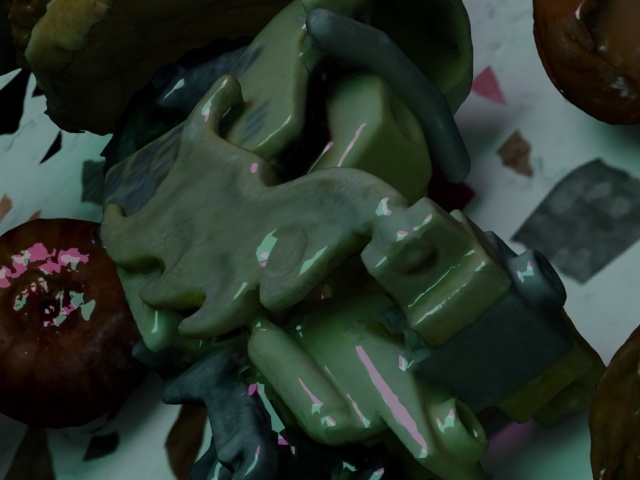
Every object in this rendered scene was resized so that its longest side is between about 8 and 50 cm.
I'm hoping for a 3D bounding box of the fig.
[{"bbox_3d":[-0.160,0.058,1.076,0.150,0.128,0.128,-54,23,38],"label":"fig"}]

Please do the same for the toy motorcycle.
[{"bbox_3d":[0.000,0.000,0.935,0.237,0.169,0.410,-37,40,19],"label":"toy motorcycle"}]

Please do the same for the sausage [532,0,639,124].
[{"bbox_3d":[0.169,-0.184,1.018,0.102,0.102,0.330,-21,39,28],"label":"sausage"}]

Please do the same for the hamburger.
[{"bbox_3d":[-0.103,-0.174,1.129,0.259,0.283,0.144,-30,75,-15],"label":"hamburger"}]

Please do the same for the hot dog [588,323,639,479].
[{"bbox_3d":[0.204,0.048,0.697,0.227,0.160,0.099,-48,9,4],"label":"hot dog"}]
